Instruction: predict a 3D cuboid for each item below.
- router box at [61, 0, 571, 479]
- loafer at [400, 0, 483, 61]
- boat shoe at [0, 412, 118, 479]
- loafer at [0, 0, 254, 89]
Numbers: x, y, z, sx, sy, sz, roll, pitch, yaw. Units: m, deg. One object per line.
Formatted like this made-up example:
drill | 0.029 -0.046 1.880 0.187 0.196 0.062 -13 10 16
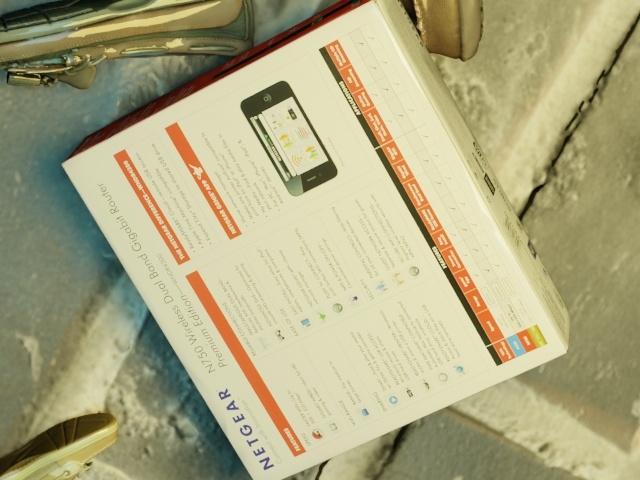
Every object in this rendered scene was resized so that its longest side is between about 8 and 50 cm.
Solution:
router box | 0.000 0.000 1.565 0.301 0.082 0.335 -25 104 17
loafer | 0.028 -0.308 1.564 0.130 0.134 0.366 -23 98 5
boat shoe | -0.238 0.200 1.623 0.153 0.056 0.048 -30 110 -2
loafer | -0.181 -0.161 1.557 0.267 0.096 0.084 -15 107 -10
